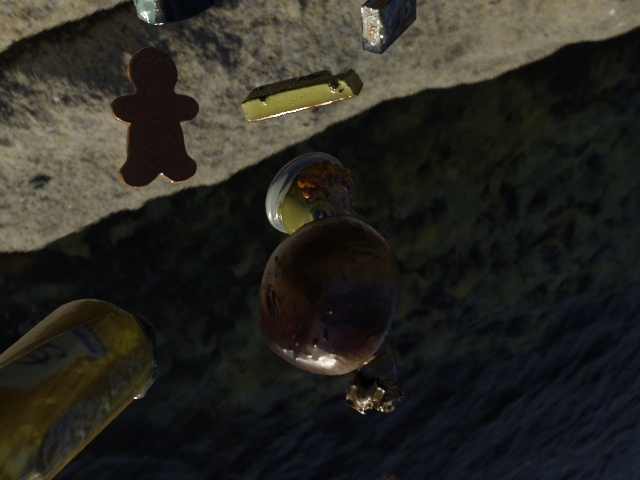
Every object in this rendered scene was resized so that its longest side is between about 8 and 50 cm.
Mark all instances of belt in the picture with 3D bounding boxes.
[{"bbox_3d":[-0.288,-0.506,1.547,0.198,0.151,0.078,-42,145,-27],"label":"belt"}]

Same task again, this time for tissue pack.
[{"bbox_3d":[0.144,-0.477,1.637,0.148,0.060,0.108,-50,148,-31],"label":"tissue pack"}]

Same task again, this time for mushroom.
[{"bbox_3d":[0.056,0.135,1.501,0.356,0.331,0.334,23,76,-8],"label":"mushroom"}]

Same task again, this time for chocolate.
[{"bbox_3d":[-0.327,0.211,0.828,0.162,0.162,0.445,-62,178,23],"label":"chocolate"}]

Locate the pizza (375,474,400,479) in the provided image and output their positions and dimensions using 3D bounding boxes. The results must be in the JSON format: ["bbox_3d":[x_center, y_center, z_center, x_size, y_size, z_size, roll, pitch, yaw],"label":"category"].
[{"bbox_3d":[0.140,0.398,0.981,0.062,0.161,0.182,-36,112,-13],"label":"pizza"}]

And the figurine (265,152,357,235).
[{"bbox_3d":[-0.012,-0.005,1.726,0.205,0.381,0.224,-17,150,18],"label":"figurine"}]

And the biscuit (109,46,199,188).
[{"bbox_3d":[-0.301,-0.223,1.412,0.166,0.036,0.249,-9,100,-32],"label":"biscuit"}]

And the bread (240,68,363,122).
[{"bbox_3d":[-0.030,-0.264,1.388,0.049,0.226,0.088,68,30,-25],"label":"bread"}]
